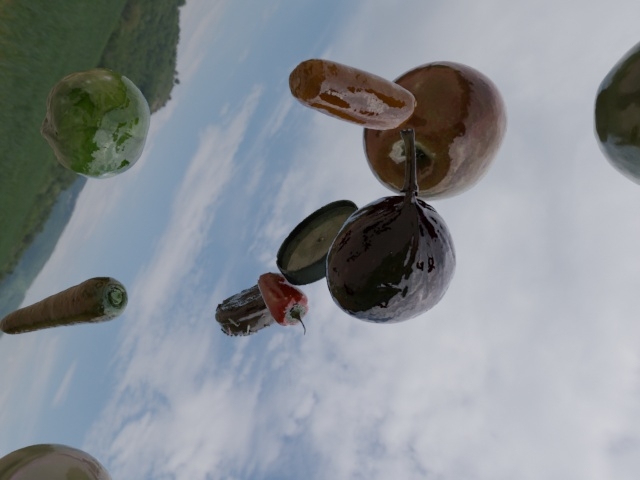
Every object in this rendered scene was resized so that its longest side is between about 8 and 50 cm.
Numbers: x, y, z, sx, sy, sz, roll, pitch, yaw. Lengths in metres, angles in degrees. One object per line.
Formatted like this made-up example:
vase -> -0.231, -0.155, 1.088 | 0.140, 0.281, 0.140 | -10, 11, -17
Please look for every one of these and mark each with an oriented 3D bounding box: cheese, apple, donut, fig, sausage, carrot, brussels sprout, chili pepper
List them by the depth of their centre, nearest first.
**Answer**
cheese -> -0.435, 0.354, 0.661 | 0.082, 0.286, 0.163 | -40, -152, 38
fig -> 0.113, 0.005, 0.682 | 0.204, 0.186, 0.249 | -36, 158, -32
carrot -> -0.454, 0.121, 0.805 | 0.298, 0.078, 0.078 | -15, -129, 20
sausage -> 0.060, -0.245, 0.816 | 0.098, 0.238, 0.098 | -22, -115, 58
chili pepper -> -0.067, 0.136, 1.001 | 0.192, 0.086, 0.084 | -128, -155, -49
brussels sprout -> -0.472, -0.245, 1.004 | 0.244, 0.244, 0.244 | -37, -141, 38
apple -> 0.255, -0.238, 1.088 | 0.319, 0.319, 0.277 | -28, -151, 46
donut -> -0.188, 0.199, 1.423 | 0.270, 0.270, 0.103 | -9, -77, 55

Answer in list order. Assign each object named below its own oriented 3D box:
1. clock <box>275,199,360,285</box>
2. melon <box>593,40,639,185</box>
clock -> 0.000, 0.000, 0.985 | 0.215, 0.042, 0.215 | -31, -153, 18
melon -> 0.499, -0.168, 0.573 | 0.308, 0.272, 0.271 | -33, -139, 52
